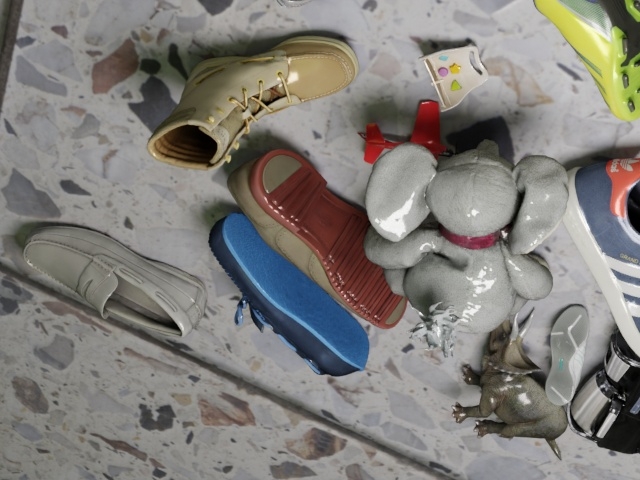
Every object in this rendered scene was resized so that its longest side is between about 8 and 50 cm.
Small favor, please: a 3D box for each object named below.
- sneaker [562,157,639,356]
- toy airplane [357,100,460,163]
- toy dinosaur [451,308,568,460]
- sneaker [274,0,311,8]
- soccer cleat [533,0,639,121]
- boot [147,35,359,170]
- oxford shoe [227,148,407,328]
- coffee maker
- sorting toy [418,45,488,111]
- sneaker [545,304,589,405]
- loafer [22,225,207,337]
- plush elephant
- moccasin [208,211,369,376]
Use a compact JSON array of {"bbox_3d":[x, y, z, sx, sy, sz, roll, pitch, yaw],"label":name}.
[{"bbox_3d":[0.464,0.036,1.570,0.148,0.131,0.350,-21,117,35],"label":"sneaker"},{"bbox_3d":[0.122,-0.134,1.622,0.151,0.028,0.151,9,129,12],"label":"toy airplane"},{"bbox_3d":[0.313,0.260,1.798,0.160,0.121,0.313,-17,115,41],"label":"toy dinosaur"},{"bbox_3d":[0.048,-0.368,1.369,0.105,0.115,0.281,38,128,-12],"label":"sneaker"},{"bbox_3d":[0.333,-0.275,1.428,0.121,0.093,0.289,11,140,51],"label":"soccer cleat"},{"bbox_3d":[-0.090,-0.182,1.542,0.262,0.203,0.095,-4,125,22],"label":"boot"},{"bbox_3d":[0.000,0.000,1.733,0.348,0.123,0.130,50,151,-22],"label":"oxford shoe"},{"bbox_3d":[0.483,0.227,1.733,0.171,0.120,0.178,8,133,-17],"label":"coffee maker"},{"bbox_3d":[0.181,-0.226,1.529,0.075,0.045,0.083,-17,119,20],"label":"sorting toy"},{"bbox_3d":[0.374,0.170,1.739,0.054,0.061,0.152,14,98,24],"label":"sneaker"},{"bbox_3d":[-0.342,0.068,1.874,0.320,0.111,0.112,19,129,4],"label":"loafer"},{"bbox_3d":[0.195,-0.022,1.532,0.272,0.330,0.255,15,111,7],"label":"plush elephant"},{"bbox_3d":[-0.068,0.107,1.799,0.117,0.137,0.342,-25,114,37],"label":"moccasin"}]
